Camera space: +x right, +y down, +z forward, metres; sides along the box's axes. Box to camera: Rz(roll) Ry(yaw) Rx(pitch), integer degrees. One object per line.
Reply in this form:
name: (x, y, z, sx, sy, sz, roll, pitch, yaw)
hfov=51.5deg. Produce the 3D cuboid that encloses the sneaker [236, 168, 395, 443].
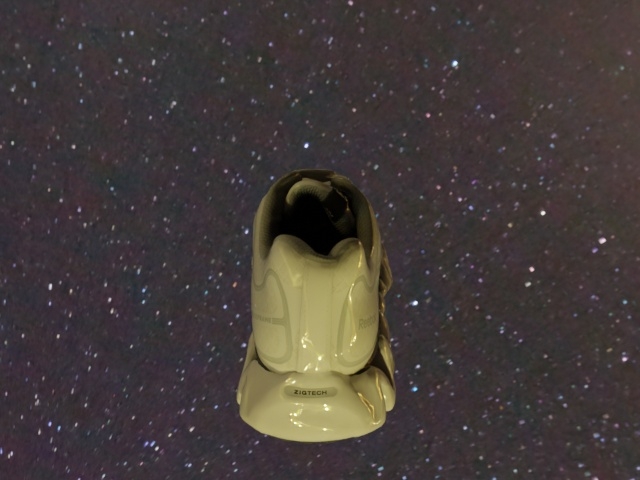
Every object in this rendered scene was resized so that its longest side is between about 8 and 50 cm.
sneaker: (0.000, 0.000, 0.453, 0.109, 0.119, 0.292, -3, -156, -2)
